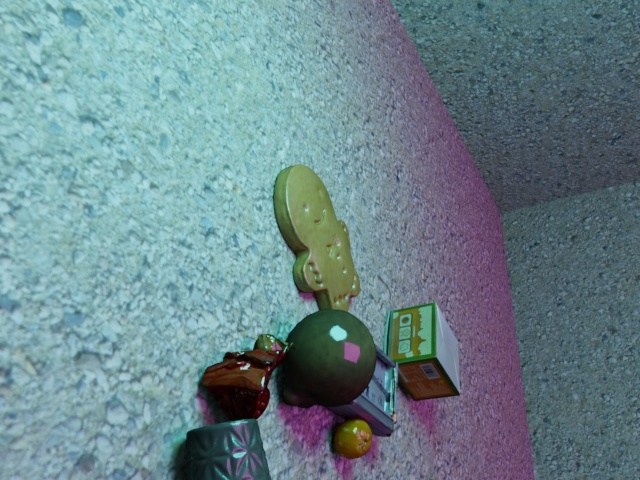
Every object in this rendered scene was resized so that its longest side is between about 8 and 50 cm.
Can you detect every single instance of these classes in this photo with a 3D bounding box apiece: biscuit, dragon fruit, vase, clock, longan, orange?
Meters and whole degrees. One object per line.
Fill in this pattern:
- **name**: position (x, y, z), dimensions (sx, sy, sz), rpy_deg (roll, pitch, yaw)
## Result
- **biscuit**: position (0.002, 0.000, 1.248), dimensions (0.275, 0.052, 0.355), rpy_deg (-47, 120, -59)
- **dragon fruit**: position (-0.087, 0.215, 0.904), dimensions (0.122, 0.092, 0.192), rpy_deg (61, 21, 0)
- **vase**: position (-0.109, 0.402, 0.755), dimensions (0.251, 0.156, 0.301), rpy_deg (49, 29, -69)
- **clock**: position (0.091, 0.305, 1.235), dimensions (0.253, 0.083, 0.186), rpy_deg (48, 38, -42)
- **longan**: position (0.009, 0.227, 1.040), dimensions (0.204, 0.159, 0.185), rpy_deg (-41, 114, -20)
- **orange**: position (0.067, 0.404, 1.146), dimensions (0.083, 0.070, 0.083), rpy_deg (-10, 104, -46)

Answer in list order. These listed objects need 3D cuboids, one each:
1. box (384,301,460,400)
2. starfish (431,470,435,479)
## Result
- **box**: position (0.277, 0.303, 1.523), dimensions (0.195, 0.148, 0.177), rpy_deg (54, 31, -36)
- **starfish**: position (0.313, 0.686, 1.559), dimensions (0.092, 0.016, 0.086), rpy_deg (17, 61, -57)
